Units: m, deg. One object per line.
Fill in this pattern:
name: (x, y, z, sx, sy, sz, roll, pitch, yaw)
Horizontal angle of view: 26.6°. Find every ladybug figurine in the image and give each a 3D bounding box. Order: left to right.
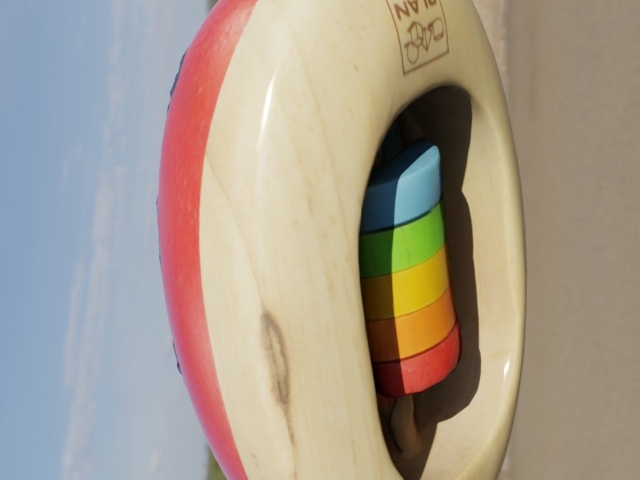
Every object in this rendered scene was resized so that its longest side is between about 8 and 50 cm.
ladybug figurine: (0.011, 0.011, 0.868, 0.305, 0.161, 0.449, -32, -58, -50)
